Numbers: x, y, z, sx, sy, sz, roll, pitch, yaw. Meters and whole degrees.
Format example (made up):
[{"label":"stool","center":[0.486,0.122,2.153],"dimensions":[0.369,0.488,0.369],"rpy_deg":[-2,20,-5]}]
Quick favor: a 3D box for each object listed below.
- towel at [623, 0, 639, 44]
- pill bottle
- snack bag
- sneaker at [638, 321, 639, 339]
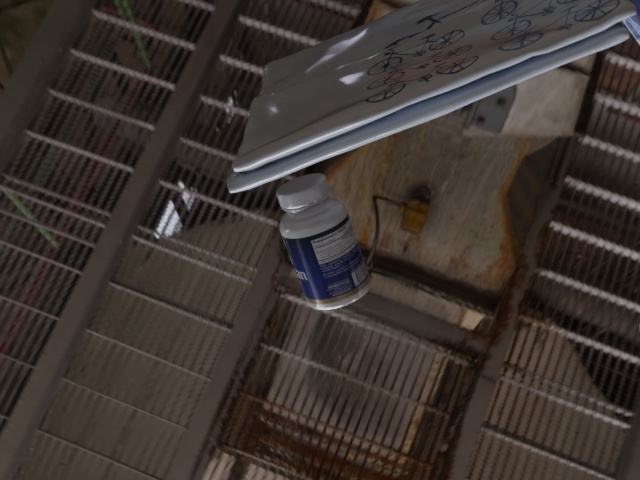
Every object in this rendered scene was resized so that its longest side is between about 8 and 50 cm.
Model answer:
[{"label":"towel","center":[0.495,-0.262,1.064],"dimensions":[0.209,0.034,0.285],"rpy_deg":[-45,-58,11]},{"label":"pill bottle","center":[0.000,0.000,1.194],"dimensions":[0.094,0.094,0.169],"rpy_deg":[-22,-70,-7]},{"label":"snack bag","center":[0.079,-0.172,0.789],"dimensions":[0.323,0.342,0.037],"rpy_deg":[-21,-67,12]},{"label":"sneaker","center":[0.466,0.237,1.068],"dimensions":[0.131,0.148,0.350],"rpy_deg":[-31,-93,-31]}]
